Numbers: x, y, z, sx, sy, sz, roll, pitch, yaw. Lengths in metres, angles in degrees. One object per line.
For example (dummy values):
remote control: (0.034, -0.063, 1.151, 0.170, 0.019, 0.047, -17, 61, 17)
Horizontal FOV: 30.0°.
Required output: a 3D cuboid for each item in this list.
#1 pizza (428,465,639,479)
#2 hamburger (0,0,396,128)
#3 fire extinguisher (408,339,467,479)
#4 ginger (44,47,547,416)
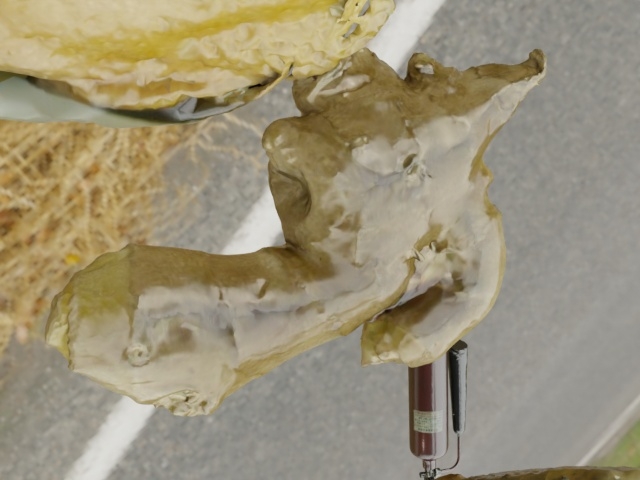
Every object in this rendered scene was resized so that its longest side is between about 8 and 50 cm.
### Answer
pizza: (0.060, 0.284, 0.650, 0.392, 0.434, 0.080, -65, 153, -1)
hamburger: (-0.100, -0.162, 0.364, 0.319, 0.318, 0.158, 97, 1, -55)
fire extinguisher: (0.083, 0.101, 0.855, 0.049, 0.035, 0.173, -26, 119, -54)
ginger: (-0.007, -0.007, 0.477, 0.214, 0.059, 0.133, -9, 104, -19)
